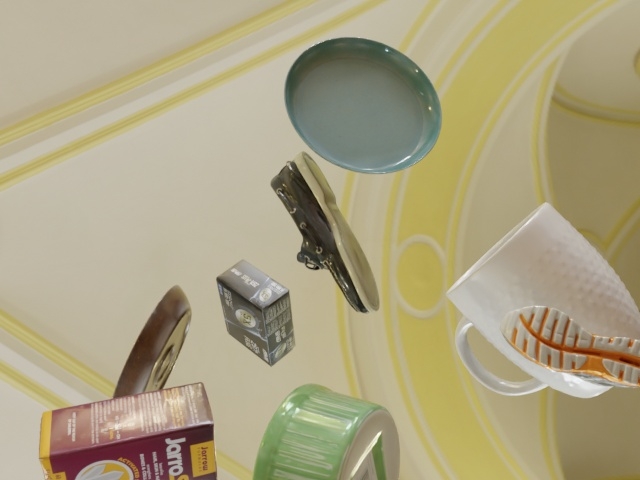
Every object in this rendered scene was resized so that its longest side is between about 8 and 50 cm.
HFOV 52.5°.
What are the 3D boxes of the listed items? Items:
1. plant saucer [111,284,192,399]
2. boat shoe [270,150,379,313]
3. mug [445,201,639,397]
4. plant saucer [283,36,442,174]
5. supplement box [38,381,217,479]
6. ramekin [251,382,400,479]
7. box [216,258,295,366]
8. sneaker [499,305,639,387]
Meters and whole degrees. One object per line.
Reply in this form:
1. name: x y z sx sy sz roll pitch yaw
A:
1. plant saucer: -0.329 0.240 1.297 0.050 0.310 0.310 24 -113 0
2. boat shoe: -0.002 -0.001 1.238 0.340 0.113 0.127 63 -164 10
3. mug: 0.436 0.165 1.317 0.328 0.374 0.276 47 -148 9
4. plant saucer: 0.082 -0.261 1.275 0.318 0.043 0.317 5 -114 -10
5. supplement box: -0.221 0.247 0.765 0.188 0.081 0.104 -8 -61 -16
6. ramekin: 0.024 0.414 1.142 0.303 0.148 0.303 -10 -79 -60
7. box: -0.135 0.154 1.378 0.077 0.147 0.180 -36 -39 -32
8. sneaker: 0.357 0.159 0.918 0.215 0.083 0.084 21 -108 10
